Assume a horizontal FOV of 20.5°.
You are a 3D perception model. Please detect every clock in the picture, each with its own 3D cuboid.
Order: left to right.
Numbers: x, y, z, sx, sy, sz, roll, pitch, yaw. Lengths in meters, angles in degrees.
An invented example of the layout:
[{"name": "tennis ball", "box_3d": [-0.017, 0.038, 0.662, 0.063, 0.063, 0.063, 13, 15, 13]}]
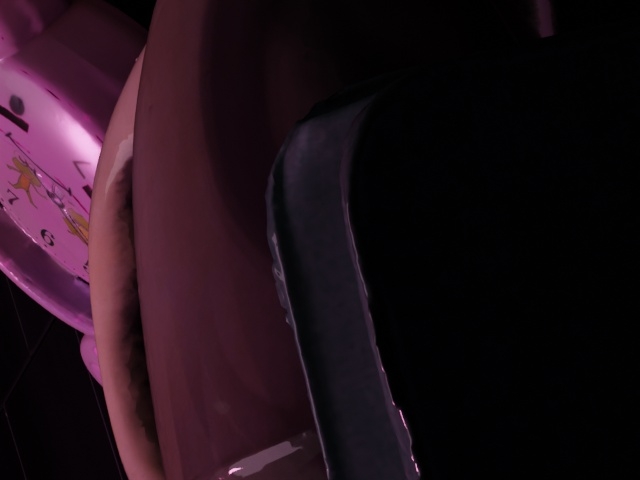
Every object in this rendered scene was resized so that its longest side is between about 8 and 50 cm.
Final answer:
[{"name": "clock", "box_3d": [-0.172, -0.044, 1.235, 0.295, 0.113, 0.322, 42, 154, 5]}]

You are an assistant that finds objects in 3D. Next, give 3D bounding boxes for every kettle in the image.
[{"name": "kettle", "box_3d": [0.000, 0.000, 0.784, 0.321, 0.228, 0.324, -33, 60, 42]}]

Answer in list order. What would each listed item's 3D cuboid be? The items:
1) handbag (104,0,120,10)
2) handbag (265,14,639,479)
[{"name": "handbag", "box_3d": [-0.207, -0.226, 1.321, 0.213, 0.127, 0.235, 87, 169, -60]}, {"name": "handbag", "box_3d": [0.125, 0.089, 0.540, 0.089, 0.238, 0.327, -18, 86, 66]}]
